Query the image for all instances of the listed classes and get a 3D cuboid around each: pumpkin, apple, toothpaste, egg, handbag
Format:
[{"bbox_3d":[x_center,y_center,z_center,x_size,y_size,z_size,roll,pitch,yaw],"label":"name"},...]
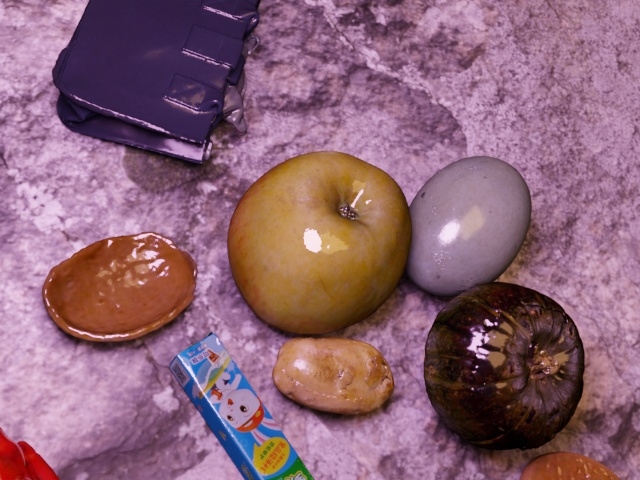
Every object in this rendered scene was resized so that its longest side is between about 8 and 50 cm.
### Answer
[{"bbox_3d":[0.254,0.173,1.455,0.238,0.159,0.237,2,85,-25],"label":"pumpkin"},{"bbox_3d":[0.000,0.000,1.448,0.261,0.194,0.260,10,56,-16],"label":"apple"},{"bbox_3d":[-0.094,0.246,1.384,0.065,0.050,0.266,-30,79,-31],"label":"toothpaste"},{"bbox_3d":[0.208,-0.020,1.543,0.169,0.169,0.236,38,67,1],"label":"egg"},{"bbox_3d":[-0.210,-0.271,1.547,0.269,0.118,0.325,18,62,-2],"label":"handbag"}]

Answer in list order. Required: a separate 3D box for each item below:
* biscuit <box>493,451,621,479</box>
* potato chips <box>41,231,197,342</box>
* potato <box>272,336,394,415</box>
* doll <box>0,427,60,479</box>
[{"bbox_3d":[0.310,0.398,1.457,0.289,0.044,0.202,-15,71,-23],"label":"biscuit"},{"bbox_3d":[-0.259,0.065,1.412,0.202,0.049,0.150,-33,76,-27],"label":"potato chips"},{"bbox_3d":[0.019,0.179,1.439,0.171,0.080,0.107,13,51,-11],"label":"potato"},{"bbox_3d":[-0.349,0.291,1.212,0.384,0.099,0.188,43,15,13],"label":"doll"}]
